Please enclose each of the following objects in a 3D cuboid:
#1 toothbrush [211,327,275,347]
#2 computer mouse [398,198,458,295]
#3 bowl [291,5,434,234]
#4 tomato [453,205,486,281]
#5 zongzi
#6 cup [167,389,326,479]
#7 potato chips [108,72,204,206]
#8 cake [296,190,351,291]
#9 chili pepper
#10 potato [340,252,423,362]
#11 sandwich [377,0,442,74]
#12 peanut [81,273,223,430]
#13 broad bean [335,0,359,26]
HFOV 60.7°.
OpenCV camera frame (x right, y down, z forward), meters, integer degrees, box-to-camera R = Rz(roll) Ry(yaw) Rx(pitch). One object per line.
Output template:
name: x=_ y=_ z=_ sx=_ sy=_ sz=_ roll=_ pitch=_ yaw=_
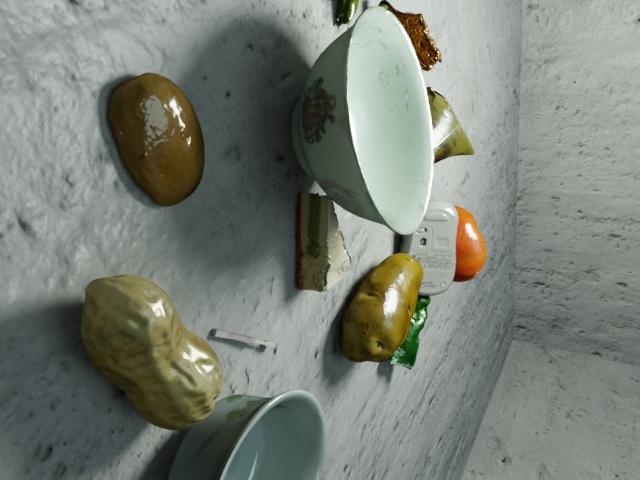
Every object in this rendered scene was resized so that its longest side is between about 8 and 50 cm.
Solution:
toothbrush: x=-0.142 y=0.189 z=1.045 sx=0.194 sy=0.017 sz=0.014 roll=31 pitch=72 yaw=-58
computer mouse: x=0.324 y=0.017 z=1.673 sx=0.121 sy=0.184 sz=0.297 roll=-119 pitch=-153 yaw=-73
bowl: x=0.067 y=-0.219 z=1.091 sx=0.435 sy=0.196 sz=0.435 roll=11 pitch=77 yaw=-61
tomato: x=0.437 y=0.014 z=1.812 sx=0.260 sy=0.180 sz=0.260 roll=161 pitch=-90 yaw=-86
zongzi: x=0.337 y=-0.250 z=1.574 sx=0.300 sy=0.138 sz=0.286 roll=39 pitch=63 yaw=-33
cup: x=-0.143 y=0.413 z=0.958 sx=0.347 sy=0.163 sz=0.347 roll=-25 pitch=120 yaw=-55
potato chips: x=-0.219 y=-0.143 z=0.793 sx=0.150 sy=0.049 sz=0.202 roll=-45 pitch=141 yaw=-39
cake: x=0.010 y=-0.002 z=1.187 sx=0.116 sy=0.086 sz=0.221 roll=-20 pitch=115 yaw=-56
chili pepper: x=0.278 y=0.263 z=1.721 sx=0.136 sy=0.099 sz=0.270 roll=23 pitch=83 yaw=-34
potato: x=0.179 y=0.172 z=1.460 sx=0.195 sy=0.176 sz=0.369 roll=43 pitch=52 yaw=-7
sandwich: x=0.198 y=-0.477 z=1.341 sx=0.235 sy=0.159 sz=0.079 roll=56 pitch=25 yaw=-23
peanut: x=-0.229 y=0.161 z=0.764 sx=0.149 sy=0.149 sz=0.313 roll=-57 pitch=142 yaw=-36
broad bean: x=0.062 y=-0.588 z=1.159 sx=0.052 sy=0.052 sz=0.256 roll=-125 pitch=-143 yaw=-71
